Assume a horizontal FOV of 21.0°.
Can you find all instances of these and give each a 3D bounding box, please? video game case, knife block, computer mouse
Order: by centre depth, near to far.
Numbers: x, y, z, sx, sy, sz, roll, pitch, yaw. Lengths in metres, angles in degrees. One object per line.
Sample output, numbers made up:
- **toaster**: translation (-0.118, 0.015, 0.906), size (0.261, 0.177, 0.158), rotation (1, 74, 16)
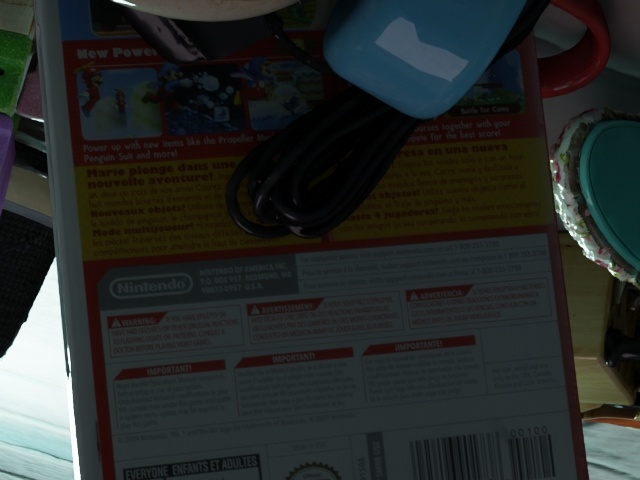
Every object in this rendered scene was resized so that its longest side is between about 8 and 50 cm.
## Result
- **computer mouse**: translation (-0.021, -0.148, 0.653), size (0.262, 0.184, 0.060), rotation (53, 164, -3)
- **video game case**: translation (-0.005, -0.023, 0.685), size (0.204, 0.285, 0.025), rotation (-4, 173, -16)
- **knife block**: translation (0.155, 0.044, 1.130), size (0.276, 0.088, 0.242), rotation (19, 158, -17)

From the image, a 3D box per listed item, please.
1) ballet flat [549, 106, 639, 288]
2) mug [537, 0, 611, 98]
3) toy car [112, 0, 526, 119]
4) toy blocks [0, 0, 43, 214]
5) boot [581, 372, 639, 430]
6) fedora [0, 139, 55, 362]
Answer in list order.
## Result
- **ballet flat**: translation (0.185, -0.012, 0.940), size (0.241, 0.091, 0.077), rotation (20, 171, -42)
- **mug**: translation (0.052, -0.100, 0.824), size (0.113, 0.150, 0.169), rotation (43, 167, 25)
- **toy car**: translation (0.006, -0.193, 0.456), size (0.219, 0.210, 0.238), rotation (28, 144, -11)
- **toy blocks**: translation (-0.189, -0.048, 0.824), size (0.289, 0.260, 0.309), rotation (12, 159, -4)
- **boot**: translation (0.212, 0.121, 1.348), size (0.158, 0.059, 0.084), rotation (9, 164, 4)
- **fedora**: translation (-0.296, -0.001, 1.089), size (0.334, 0.152, 0.334), rotation (13, 172, 2)
